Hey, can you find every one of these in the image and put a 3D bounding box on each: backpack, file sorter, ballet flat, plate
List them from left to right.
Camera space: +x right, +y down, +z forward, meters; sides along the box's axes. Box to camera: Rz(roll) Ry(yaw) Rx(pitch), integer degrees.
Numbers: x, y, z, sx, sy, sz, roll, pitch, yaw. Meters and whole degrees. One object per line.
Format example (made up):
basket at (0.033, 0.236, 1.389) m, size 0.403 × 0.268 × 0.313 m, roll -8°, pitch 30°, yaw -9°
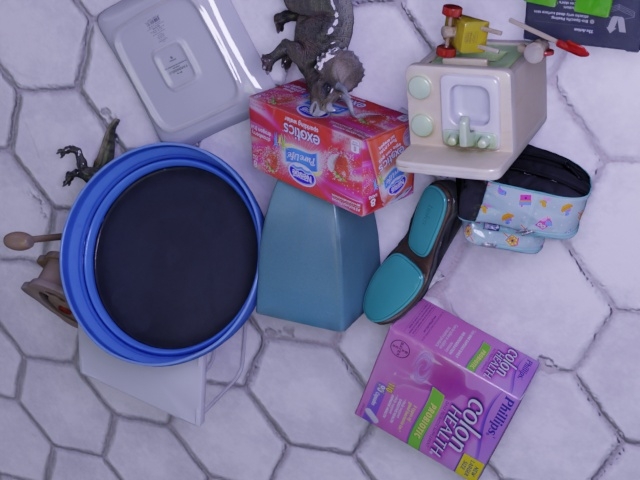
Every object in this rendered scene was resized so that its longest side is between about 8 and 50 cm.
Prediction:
file sorter at (-0.300, 0.186, 1.993) m, size 0.277 × 0.173 × 0.193 m, roll 20°, pitch 125°, yaw 20°
plate at (-0.235, -0.302, 1.767) m, size 0.277 × 0.045 × 0.278 m, roll -18°, pitch 106°, yaw 36°
ballet flat at (0.168, 0.026, 1.676) m, size 0.095 × 0.096 × 0.280 m, roll 50°, pitch 127°, yaw 32°
backpack at (0.292, -0.064, 1.513) m, size 0.188 × 0.166 × 0.144 m, roll 5°, pitch 117°, yaw 2°

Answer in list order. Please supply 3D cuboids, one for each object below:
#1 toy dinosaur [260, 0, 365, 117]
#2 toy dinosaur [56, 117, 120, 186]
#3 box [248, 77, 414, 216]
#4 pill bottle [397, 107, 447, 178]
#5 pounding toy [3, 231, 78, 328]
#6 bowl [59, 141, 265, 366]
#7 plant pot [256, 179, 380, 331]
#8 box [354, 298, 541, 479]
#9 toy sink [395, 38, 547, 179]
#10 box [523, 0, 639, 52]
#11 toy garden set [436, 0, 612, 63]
toy dinosaur at (-0.006, -0.332, 1.589) m, size 0.160 × 0.121 × 0.314 m, roll -2°, pitch 86°, yaw 24°
toy dinosaur at (-0.433, -0.127, 1.972) m, size 0.118 × 0.064 × 0.268 m, roll 18°, pitch 122°, yaw 12°
box at (0.015, -0.149, 1.612) m, size 0.256 × 0.122 × 0.128 m, roll 26°, pitch 130°, yaw 39°
pill bottle at (0.162, -0.153, 1.606) m, size 0.120 × 0.067 × 0.067 m, roll 34°, pitch 128°, yaw 9°
pounding toy at (-0.481, 0.062, 2.049) m, size 0.154 × 0.155 × 0.269 m, roll 4°, pitch 149°, yaw 40°
bowl at (-0.269, 0.026, 1.831) m, size 0.391 × 0.077 × 0.391 m, roll -2°, pitch 82°, yaw 19°
plant pot at (0.000, 0.000, 1.730) m, size 0.165 × 0.165 × 0.234 m, roll 11°, pitch 115°, yaw 24°
box at (0.212, 0.252, 1.772) m, size 0.243 × 0.117 × 0.214 m, roll 28°, pitch 127°, yaw 13°
toy sink at (0.210, -0.193, 1.450) m, size 0.152 × 0.234 × 0.131 m, roll 8°, pitch 120°, yaw 27°
box at (0.359, -0.341, 1.371) m, size 0.156 × 0.093 × 0.158 m, roll 13°, pitch 121°, yaw 25°
toy garden set at (0.259, -0.323, 1.352) m, size 0.244 × 0.049 × 0.204 m, roll 18°, pitch 120°, yaw 24°
